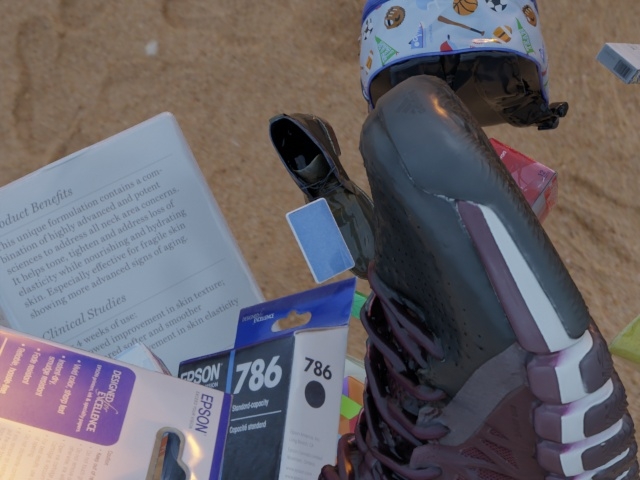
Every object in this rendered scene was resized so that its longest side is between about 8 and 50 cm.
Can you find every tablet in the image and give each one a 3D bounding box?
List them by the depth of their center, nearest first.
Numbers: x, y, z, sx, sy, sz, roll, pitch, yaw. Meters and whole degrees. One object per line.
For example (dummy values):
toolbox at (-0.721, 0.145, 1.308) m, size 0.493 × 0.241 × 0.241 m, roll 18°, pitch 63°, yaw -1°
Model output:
tablet at (0.000, 0.000, 1.213) m, size 0.006 × 0.054 × 0.083 m, roll -22°, pitch 93°, yaw 59°

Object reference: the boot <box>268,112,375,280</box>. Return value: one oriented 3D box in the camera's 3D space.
boot at (0.002, -0.053, 1.306) m, size 0.082 × 0.106 × 0.219 m, roll -31°, pitch 76°, yaw 18°

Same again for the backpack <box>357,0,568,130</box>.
backpack at (0.168, -0.239, 1.411) m, size 0.276 × 0.263 × 0.213 m, roll -10°, pitch 82°, yaw 7°

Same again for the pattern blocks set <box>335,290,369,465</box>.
pattern blocks set at (0.035, 0.218, 1.162) m, size 0.285 × 0.026 × 0.325 m, roll 12°, pitch 93°, yaw 26°

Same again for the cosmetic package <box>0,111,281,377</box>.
cosmetic package at (-0.303, 0.075, 1.643) m, size 0.329 × 0.327 × 0.394 m, roll -27°, pitch 95°, yaw -19°

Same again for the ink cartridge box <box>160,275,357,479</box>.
ink cartridge box at (-0.061, 0.186, 0.902) m, size 0.165 × 0.065 × 0.333 m, roll -20°, pitch 54°, yaw 45°

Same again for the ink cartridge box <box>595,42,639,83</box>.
ink cartridge box at (0.443, -0.249, 1.585) m, size 0.063 × 0.115 × 0.029 m, roll 48°, pitch 124°, yaw 26°

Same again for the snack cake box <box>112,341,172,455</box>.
snack cake box at (-0.248, 0.209, 1.055) m, size 0.264 × 0.152 × 0.089 m, roll -33°, pitch 79°, yaw -8°

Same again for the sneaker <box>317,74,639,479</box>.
sneaker at (0.031, 0.082, 0.431) m, size 0.162 × 0.281 × 0.106 m, roll -25°, pitch 37°, yaw 4°

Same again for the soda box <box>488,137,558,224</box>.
soda box at (0.161, 0.020, 1.266) m, size 0.092 × 0.083 × 0.263 m, roll 32°, pitch 78°, yaw 24°

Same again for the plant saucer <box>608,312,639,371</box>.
plant saucer at (0.454, 0.043, 1.080) m, size 0.333 × 0.332 × 0.081 m, roll -44°, pitch 64°, yaw 10°

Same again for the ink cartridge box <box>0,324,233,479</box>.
ink cartridge box at (-0.245, 0.117, 0.684) m, size 0.370 × 0.176 × 0.069 m, roll 16°, pitch 123°, yaw -7°
